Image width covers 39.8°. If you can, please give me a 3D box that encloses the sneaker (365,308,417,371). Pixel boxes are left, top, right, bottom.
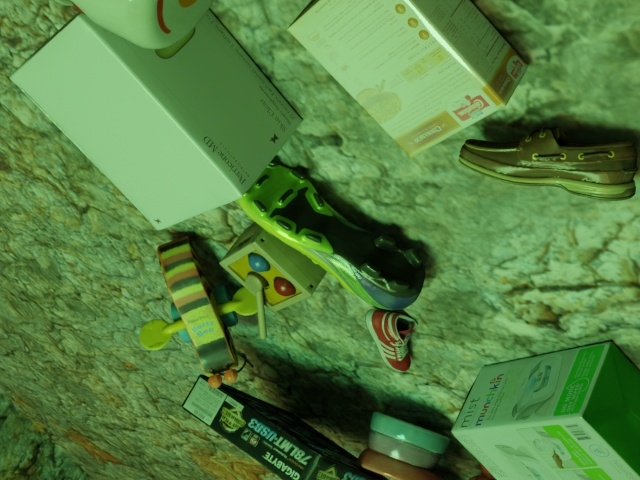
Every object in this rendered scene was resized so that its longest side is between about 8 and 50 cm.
[{"bbox_3d":[0.116,0.148,1.274,0.067,0.042,0.118,0,131,45],"label":"sneaker"}]

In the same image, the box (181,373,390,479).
[{"bbox_3d":[-0.041,0.348,1.480,0.293,0.073,0.295,27,174,40],"label":"box"}]

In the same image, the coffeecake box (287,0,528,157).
[{"bbox_3d":[0.083,-0.187,0.858,0.185,0.068,0.142,44,145,-14],"label":"coffeecake box"}]

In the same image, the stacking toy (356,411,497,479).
[{"bbox_3d":[0.235,0.355,1.421,0.309,0.130,0.279,13,167,33],"label":"stacking toy"}]

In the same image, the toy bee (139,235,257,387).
[{"bbox_3d":[-0.165,0.143,1.403,0.195,0.162,0.298,-39,123,10],"label":"toy bee"}]

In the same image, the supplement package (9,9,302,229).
[{"bbox_3d":[-0.195,-0.168,1.052,0.262,0.145,0.204,48,145,-20],"label":"supplement package"}]

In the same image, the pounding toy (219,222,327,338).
[{"bbox_3d":[-0.070,0.051,1.258,0.130,0.100,0.141,44,145,-13],"label":"pounding toy"}]

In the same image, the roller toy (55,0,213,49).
[{"bbox_3d":[-0.164,-0.284,0.835,0.146,0.191,0.209,29,146,6],"label":"roller toy"}]

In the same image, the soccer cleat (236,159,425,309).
[{"bbox_3d":[0.000,0.001,1.146,0.289,0.093,0.121,32,152,3],"label":"soccer cleat"}]

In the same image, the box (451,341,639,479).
[{"bbox_3d":[0.349,0.279,1.162,0.262,0.127,0.231,44,146,-15],"label":"box"}]

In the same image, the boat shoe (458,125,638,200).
[{"bbox_3d":[0.226,-0.085,0.880,0.178,0.064,0.060,13,111,27],"label":"boat shoe"}]
